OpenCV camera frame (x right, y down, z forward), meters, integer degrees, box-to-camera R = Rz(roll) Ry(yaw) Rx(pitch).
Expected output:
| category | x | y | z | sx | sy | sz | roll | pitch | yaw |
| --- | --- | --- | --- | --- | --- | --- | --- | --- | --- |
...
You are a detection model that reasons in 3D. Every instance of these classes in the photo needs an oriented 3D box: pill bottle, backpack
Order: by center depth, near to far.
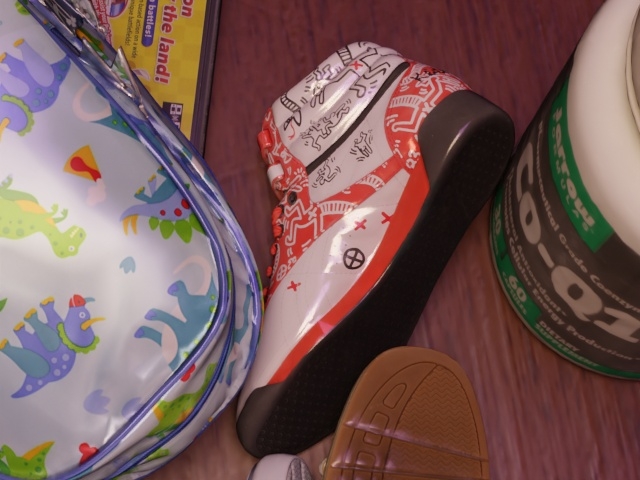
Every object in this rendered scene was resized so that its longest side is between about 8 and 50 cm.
| category | x | y | z | sx | sy | sz | roll | pitch | yaw |
| --- | --- | --- | --- | --- | --- | --- | --- | --- | --- |
| pill bottle | 0.225 | -0.047 | 0.869 | 0.204 | 0.361 | 0.204 | 1 | 74 | -4 |
| backpack | -0.199 | -0.010 | 0.890 | 0.290 | 0.273 | 0.355 | -44 | 111 | -11 |

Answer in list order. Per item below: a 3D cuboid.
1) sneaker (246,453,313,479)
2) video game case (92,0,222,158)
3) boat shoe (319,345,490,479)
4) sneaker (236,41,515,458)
| category | x | y | z | sx | sy | sz | roll | pitch | yaw |
| --- | --- | --- | --- | --- | --- | --- | --- | --- | --- |
| sneaker | -0.059 | 0.250 | 0.907 | 0.091 | 0.094 | 0.258 | -1 | 61 | 21 |
| video game case | -0.191 | -0.182 | 1.045 | 0.248 | 0.035 | 0.274 | 6 | 73 | -3 |
| boat shoe | 0.038 | 0.207 | 0.927 | 0.105 | 0.089 | 0.285 | 12 | 72 | -9 |
| sneaker | 0.001 | 0.000 | 0.990 | 0.145 | 0.090 | 0.270 | 37 | 98 | 37 |
